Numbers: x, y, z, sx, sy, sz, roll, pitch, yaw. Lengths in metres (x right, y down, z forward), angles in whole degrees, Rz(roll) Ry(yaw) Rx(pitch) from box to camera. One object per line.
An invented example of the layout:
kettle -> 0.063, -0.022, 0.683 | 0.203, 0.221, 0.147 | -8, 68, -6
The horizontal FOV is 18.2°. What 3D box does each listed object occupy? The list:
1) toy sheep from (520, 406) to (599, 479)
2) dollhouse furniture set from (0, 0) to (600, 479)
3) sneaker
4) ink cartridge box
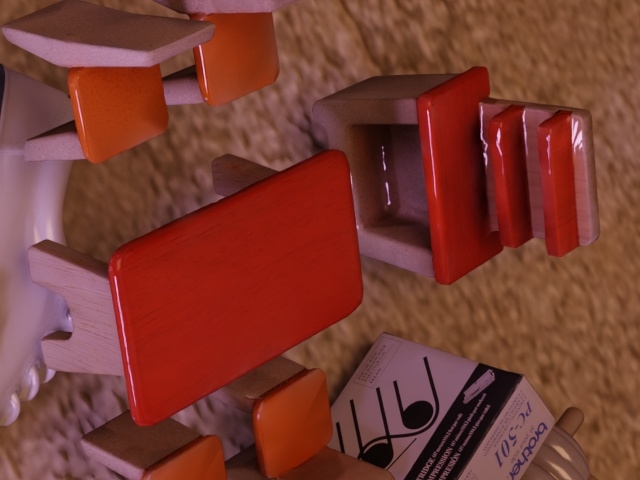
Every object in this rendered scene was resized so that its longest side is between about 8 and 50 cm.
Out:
toy sheep -> 0.104, 0.137, 1.035 | 0.091, 0.091, 0.132 | 51, 52, -13
dollhouse furniture set -> 0.000, 0.000, 0.923 | 0.259, 0.135, 0.262 | -29, 120, -43
sneaker -> -0.154, 0.042, 0.911 | 0.091, 0.094, 0.258 | 13, 79, -22
ink cartridge box -> 0.020, 0.147, 0.981 | 0.207, 0.097, 0.046 | -55, 134, -20
